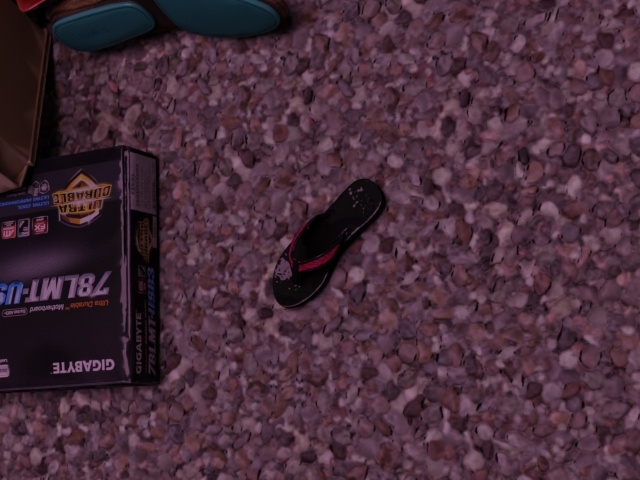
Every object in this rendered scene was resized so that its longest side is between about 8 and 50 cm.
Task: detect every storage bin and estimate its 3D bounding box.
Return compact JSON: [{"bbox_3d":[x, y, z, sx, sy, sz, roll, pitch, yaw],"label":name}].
[{"bbox_3d":[-0.472,-0.218,1.524,0.123,0.262,0.260,-14,56,22],"label":"storage bin"}]

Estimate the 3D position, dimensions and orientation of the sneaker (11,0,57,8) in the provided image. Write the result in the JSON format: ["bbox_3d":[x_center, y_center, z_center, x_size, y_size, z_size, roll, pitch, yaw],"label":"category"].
[{"bbox_3d":[-0.402,-0.337,1.665,0.144,0.059,0.053,15,119,40],"label":"sneaker"}]

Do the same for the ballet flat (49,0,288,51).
[{"bbox_3d":[-0.186,-0.314,1.526,0.342,0.116,0.124,-3,61,31],"label":"ballet flat"}]

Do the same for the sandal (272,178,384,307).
[{"bbox_3d":[0.000,0.000,1.401,0.067,0.040,0.179,46,104,26],"label":"sandal"}]

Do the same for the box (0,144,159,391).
[{"bbox_3d":[-0.342,0.045,1.561,0.296,0.073,0.293,-6,78,28],"label":"box"}]

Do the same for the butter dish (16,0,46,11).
[{"bbox_3d":[-0.341,-0.390,1.540,0.160,0.118,0.160,-30,41,4],"label":"butter dish"}]
